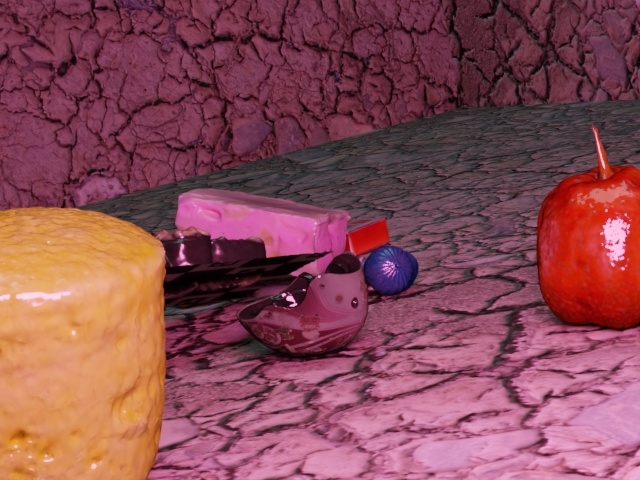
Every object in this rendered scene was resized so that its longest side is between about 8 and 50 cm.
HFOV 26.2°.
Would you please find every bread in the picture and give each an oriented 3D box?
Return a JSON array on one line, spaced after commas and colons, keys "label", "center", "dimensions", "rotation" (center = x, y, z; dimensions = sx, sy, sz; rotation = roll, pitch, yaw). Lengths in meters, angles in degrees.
[{"label": "bread", "center": [-0.316, 0.129, 1.370], "dimensions": [0.348, 0.307, 0.348], "rotation": [-4, 10, 1]}]

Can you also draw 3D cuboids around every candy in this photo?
[{"label": "candy", "center": [-0.096, -0.010, 2.275], "dimensions": [0.265, 0.115, 0.155], "rotation": [10, 7, 21]}]

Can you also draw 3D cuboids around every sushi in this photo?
[{"label": "sushi", "center": [-0.214, 0.022, 2.031], "dimensions": [0.373, 0.100, 0.296], "rotation": [-6, -13, -34]}]

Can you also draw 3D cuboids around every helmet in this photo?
[{"label": "helmet", "center": [-0.009, 0.098, 1.806], "dimensions": [0.177, 0.107, 0.153], "rotation": [-28, 7, 21]}]

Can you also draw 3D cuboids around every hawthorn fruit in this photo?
[{"label": "hawthorn fruit", "center": [0.356, -0.023, 1.677], "dimensions": [0.207, 0.243, 0.207], "rotation": [-10, 7, 1]}]

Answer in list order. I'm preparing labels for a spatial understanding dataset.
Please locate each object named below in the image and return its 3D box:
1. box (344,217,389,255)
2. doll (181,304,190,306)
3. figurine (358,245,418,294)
[{"label": "box", "center": [0.000, 0.000, 2.492], "dimensions": [0.229, 0.050, 0.123], "rotation": [-4, 11, 38]}, {"label": "doll", "center": [-0.205, 0.070, 2.293], "dimensions": [0.135, 0.071, 0.113], "rotation": [-10, 1, 31]}, {"label": "figurine", "center": [0.079, 0.046, 2.086], "dimensions": [0.149, 0.087, 0.086], "rotation": [-3, 50, 42]}]
